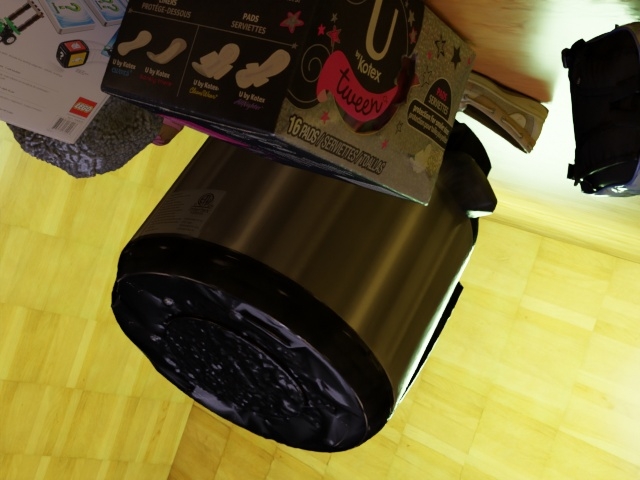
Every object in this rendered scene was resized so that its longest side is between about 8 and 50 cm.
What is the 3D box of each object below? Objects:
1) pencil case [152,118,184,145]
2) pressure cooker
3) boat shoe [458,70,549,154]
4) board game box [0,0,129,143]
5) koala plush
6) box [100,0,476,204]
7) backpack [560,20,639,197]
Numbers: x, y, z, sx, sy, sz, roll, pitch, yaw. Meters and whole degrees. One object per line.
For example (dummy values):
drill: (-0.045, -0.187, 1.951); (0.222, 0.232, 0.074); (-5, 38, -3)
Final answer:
pencil case: (-0.313, -0.230, 1.058); (0.386, 0.167, 0.160); (19, 170, -23)
pressure cooker: (-0.002, -0.004, 1.161); (0.369, 0.420, 0.376); (25, 148, 9)
boat shoe: (0.147, -0.129, 0.909); (0.153, 0.048, 0.056); (18, -179, -23)
board game box: (-0.255, -0.191, 0.658); (0.305, 0.193, 0.053); (19, -147, -45)
koala plush: (-0.222, -0.183, 0.849); (0.196, 0.203, 0.221); (-10, 162, -11)
box: (-0.009, -0.131, 0.718); (0.163, 0.142, 0.247); (18, -179, 30)
backpack: (0.199, -0.079, 0.566); (0.084, 0.105, 0.114); (-3, -179, -1)
